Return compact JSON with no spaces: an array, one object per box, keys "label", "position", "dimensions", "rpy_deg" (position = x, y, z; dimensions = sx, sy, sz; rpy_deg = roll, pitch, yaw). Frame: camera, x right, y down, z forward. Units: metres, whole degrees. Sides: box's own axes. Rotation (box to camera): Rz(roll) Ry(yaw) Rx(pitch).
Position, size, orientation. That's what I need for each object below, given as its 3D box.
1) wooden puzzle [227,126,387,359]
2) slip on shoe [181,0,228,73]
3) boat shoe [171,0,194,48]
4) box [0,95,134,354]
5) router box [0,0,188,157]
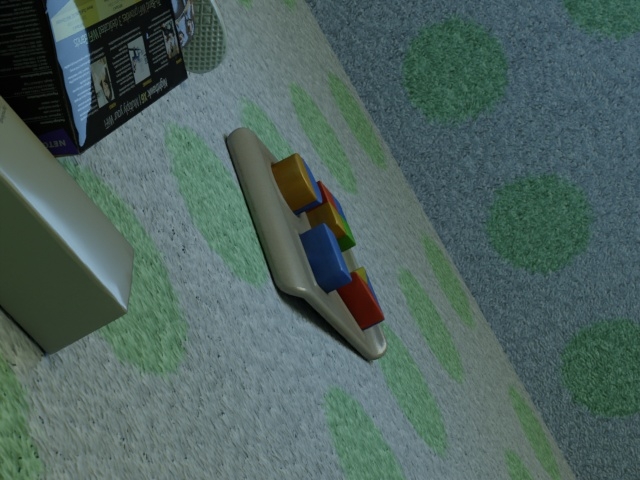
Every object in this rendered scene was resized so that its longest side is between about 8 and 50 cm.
[{"label":"wooden puzzle","position":[0.000,0.000,2.105],"dimensions":[0.348,0.080,0.322],"rpy_deg":[40,25,-55]},{"label":"slip on shoe","position":[-0.249,-0.395,1.938],"dimensions":[0.331,0.123,0.101],"rpy_deg":[52,12,-17]},{"label":"boat shoe","position":[-0.286,-0.252,1.502],"dimensions":[0.355,0.130,0.132],"rpy_deg":[-17,107,-60]},{"label":"box","position":[-0.282,-0.036,1.147],"dimensions":[0.275,0.094,0.113],"rpy_deg":[54,17,-29]},{"label":"router box","position":[-0.240,-0.237,1.293],"dimensions":[0.309,0.081,0.243],"rpy_deg":[-55,137,-66]}]
